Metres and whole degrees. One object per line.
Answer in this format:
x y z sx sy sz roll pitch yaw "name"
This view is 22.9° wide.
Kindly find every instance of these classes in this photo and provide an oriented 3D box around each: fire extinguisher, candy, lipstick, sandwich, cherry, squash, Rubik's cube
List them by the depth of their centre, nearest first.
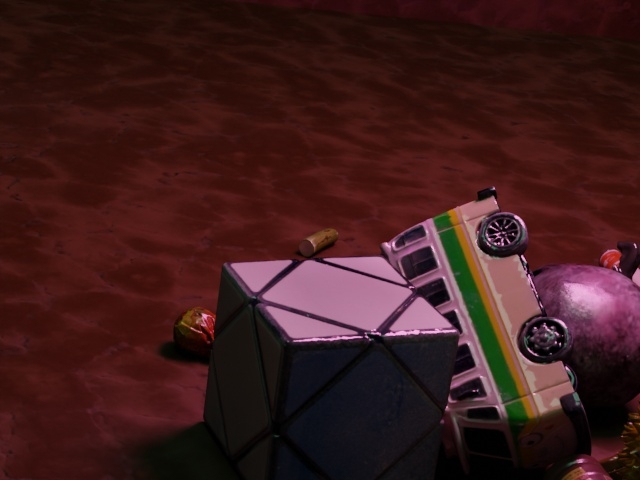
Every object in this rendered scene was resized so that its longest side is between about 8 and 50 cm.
0.320 0.308 1.599 0.106 0.075 0.252 -10 26 -13 "fire extinguisher"
0.005 0.149 1.708 0.205 0.205 0.207 -2 26 -25 "Rubik's cube"
0.346 0.247 1.763 0.135 0.029 0.067 -20 -5 -12 "sandwich"
-0.096 0.140 1.906 0.201 0.060 0.060 28 28 25 "candy"
0.319 0.117 1.937 0.195 0.195 0.195 7 22 -3 "cherry"
0.000 0.000 2.293 0.027 0.027 0.083 19 24 23 "squash"
0.454 0.056 2.308 0.038 0.038 0.131 0 25 -20 "lipstick"

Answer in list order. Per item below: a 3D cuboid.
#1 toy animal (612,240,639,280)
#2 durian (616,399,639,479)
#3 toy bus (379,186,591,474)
0.466 0.087 2.099 0.114 0.146 0.245 17 18 -34 "toy animal"
0.416 0.232 1.507 0.291 0.225 0.291 5 -19 2 "durian"
0.183 0.115 1.786 0.179 0.143 0.305 -19 59 0 "toy bus"
